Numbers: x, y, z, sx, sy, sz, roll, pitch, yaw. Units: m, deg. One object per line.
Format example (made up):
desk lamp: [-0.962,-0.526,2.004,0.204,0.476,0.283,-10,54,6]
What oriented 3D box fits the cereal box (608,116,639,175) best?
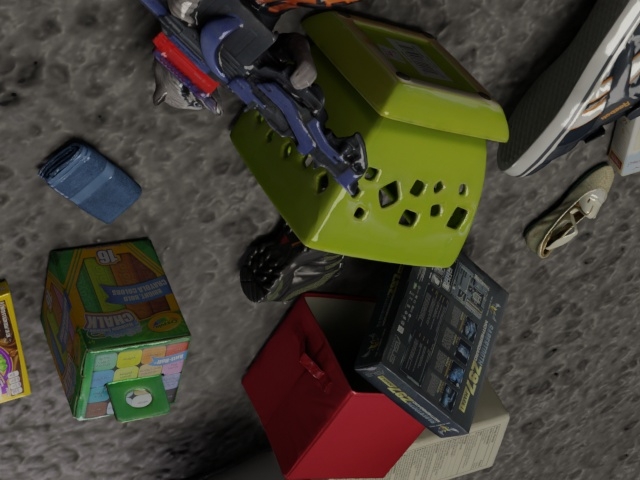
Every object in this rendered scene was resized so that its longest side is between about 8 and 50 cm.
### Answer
cereal box: [0.495,-0.205,1.918,0.173,0.047,0.240,-16,141,-17]

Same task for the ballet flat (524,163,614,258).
ballet flat: [0.368,-0.037,2.022,0.168,0.052,0.057,-45,140,18]

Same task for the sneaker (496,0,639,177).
sneaker: [0.354,-0.190,1.761,0.127,0.126,0.321,25,119,-19]

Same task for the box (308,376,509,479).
box: [0.125,0.311,2.205,0.311,0.121,0.148,-12,139,-21]

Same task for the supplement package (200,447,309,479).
supplement package: [-0.101,0.428,2.062,0.204,0.145,0.262,-23,-173,-8]

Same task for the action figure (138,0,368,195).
action figure: [-0.028,-0.225,1.444,0.330,0.178,0.341,-34,105,17]

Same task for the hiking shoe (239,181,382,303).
hiking shoe: [0.000,0.000,1.823,0.227,0.086,0.114,-38,155,20]

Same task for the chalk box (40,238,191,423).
chalk box: [-0.241,0.122,1.682,0.132,0.213,0.132,-8,137,-26]

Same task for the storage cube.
storage cube: [0.032,0.208,1.979,0.215,0.184,0.193,6,132,-38]

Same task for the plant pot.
plant pot: [0.065,-0.124,1.601,0.227,0.228,0.207,8,122,-38]

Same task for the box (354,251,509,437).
box: [0.154,0.121,1.894,0.183,0.233,0.059,39,145,-28]

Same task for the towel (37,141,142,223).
towel: [-0.262,-0.068,1.606,0.067,0.029,0.119,-37,141,10]

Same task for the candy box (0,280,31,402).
candy box: [-0.423,0.137,1.736,0.105,0.027,0.206,-14,140,-14]
